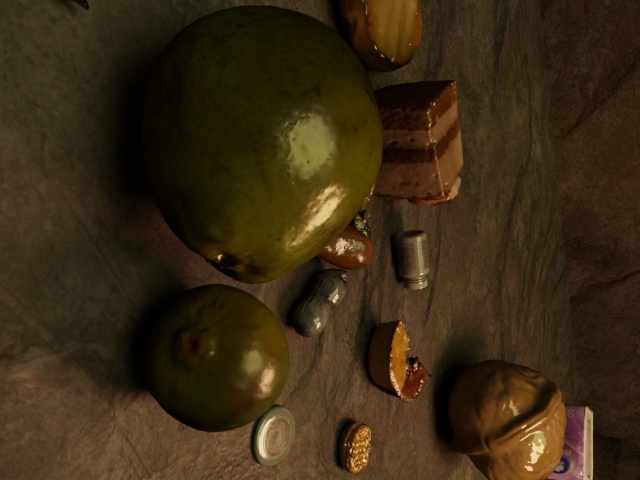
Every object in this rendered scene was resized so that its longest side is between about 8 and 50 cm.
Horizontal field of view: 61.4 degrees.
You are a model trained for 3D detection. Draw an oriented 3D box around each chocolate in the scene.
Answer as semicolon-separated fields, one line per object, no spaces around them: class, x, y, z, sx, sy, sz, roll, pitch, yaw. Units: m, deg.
chocolate;0.001;0.120;1.071;0.167;0.072;0.072;-56;132;-34

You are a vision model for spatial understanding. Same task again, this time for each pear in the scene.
pear;-0.073;-0.147;0.773;0.352;0.351;0.414;40;51;-45

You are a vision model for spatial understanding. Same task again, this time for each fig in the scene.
fig;-0.149;0.180;0.789;0.207;0.207;0.230;-58;166;-34

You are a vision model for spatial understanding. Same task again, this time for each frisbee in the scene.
frisbee;-0.085;0.365;1.006;0.110;0.014;0.110;-2;93;-53

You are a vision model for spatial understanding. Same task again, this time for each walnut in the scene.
walnut;0.542;0.525;1.582;0.381;0.381;0.382;-1;91;-53

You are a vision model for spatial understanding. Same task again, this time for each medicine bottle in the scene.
medicine bottle;0.234;0.048;1.366;0.079;0.079;0.140;-22;107;-50

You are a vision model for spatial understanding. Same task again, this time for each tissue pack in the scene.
tissue pack;0.706;0.655;1.783;0.160;0.338;0.242;37;57;-48

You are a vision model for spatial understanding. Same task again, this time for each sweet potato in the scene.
sweet potato;-0.001;-0.002;1.059;0.291;0.097;0.098;13;80;-43

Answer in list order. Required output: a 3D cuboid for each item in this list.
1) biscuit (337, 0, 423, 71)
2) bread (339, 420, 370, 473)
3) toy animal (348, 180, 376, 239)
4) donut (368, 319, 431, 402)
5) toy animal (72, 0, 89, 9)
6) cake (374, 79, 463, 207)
biscuit;0.133;-0.530;1.212;0.296;0.101;0.297;-8;99;-55
bread;0.077;0.459;1.196;0.083;0.044;0.111;6;88;-51
toy animal;0.087;-0.085;1.188;0.086;0.069;0.220;12;86;-74
donut;0.175;0.297;1.289;0.141;0.085;0.217;-50;127;-39
toy animal;-0.311;-0.426;0.667;0.259;0.087;0.244;17;90;-53
cake;0.218;-0.209;1.258;0.196;0.198;0.293;-50;132;-46
